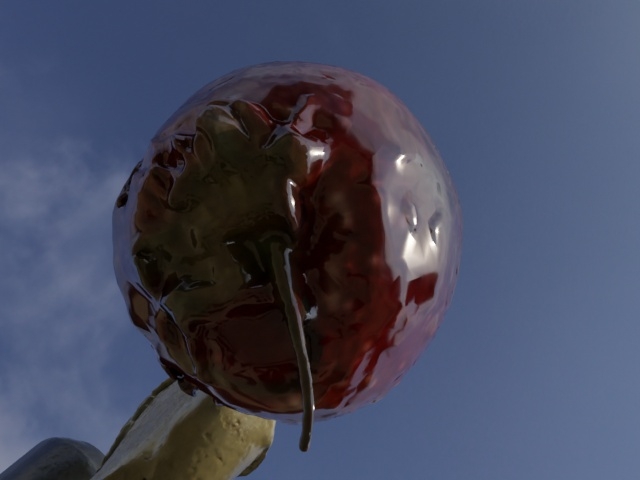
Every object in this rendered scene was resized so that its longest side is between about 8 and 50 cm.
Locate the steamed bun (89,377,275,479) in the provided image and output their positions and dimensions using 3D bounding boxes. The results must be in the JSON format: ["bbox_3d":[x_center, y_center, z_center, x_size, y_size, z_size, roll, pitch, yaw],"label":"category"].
[{"bbox_3d":[-0.123,0.204,0.759,0.212,0.231,0.110,-34,-77,35],"label":"steamed bun"}]

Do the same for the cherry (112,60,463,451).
[{"bbox_3d":[0.000,0.000,0.453,0.175,0.250,0.192,-30,-101,35],"label":"cherry"}]

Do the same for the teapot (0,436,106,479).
[{"bbox_3d":[-0.472,0.467,1.206,0.300,0.344,0.253,-40,-103,42],"label":"teapot"}]
